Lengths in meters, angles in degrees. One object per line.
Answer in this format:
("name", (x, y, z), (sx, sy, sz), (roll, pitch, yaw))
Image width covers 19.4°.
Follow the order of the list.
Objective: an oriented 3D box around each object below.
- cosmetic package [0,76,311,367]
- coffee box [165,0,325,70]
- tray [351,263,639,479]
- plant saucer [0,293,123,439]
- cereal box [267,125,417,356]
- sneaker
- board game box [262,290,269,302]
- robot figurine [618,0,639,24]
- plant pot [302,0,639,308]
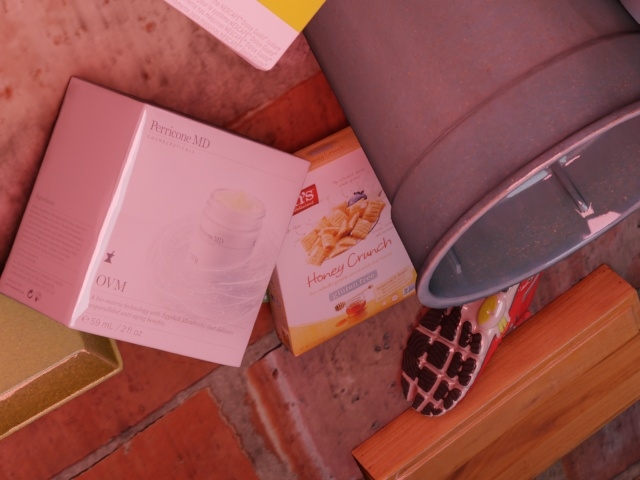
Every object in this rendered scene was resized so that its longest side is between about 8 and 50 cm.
("cosmetic package", (-0.160, -0.015, 1.833), (0.224, 0.138, 0.225), (17, 92, -44))
("coffee box", (-0.118, -0.401, 1.459), (0.334, 0.337, 0.338), (-51, 137, 6))
("tray", (0.250, 0.228, 2.421), (0.411, 0.076, 0.203), (-35, 136, -9))
("plant saucer", (-0.313, 0.103, 1.914), (0.188, 0.045, 0.188), (-30, 135, -16))
("cereal box", (0.017, -0.005, 2.040), (0.173, 0.047, 0.240), (-28, 135, -18))
("sneaker", (0.202, 0.100, 2.268), (0.118, 0.107, 0.279), (6, 121, -50))
("board game box", (0.000, 0.000, 2.087), (0.259, 0.030, 0.136), (-7, 128, -34))
("robot figurine", (0.409, -0.246, 2.053), (0.173, 0.278, 0.209), (-27, 101, -60))
("plant pot", (0.157, -0.168, 1.802), (0.341, 0.334, 0.341), (-28, 162, -10))
